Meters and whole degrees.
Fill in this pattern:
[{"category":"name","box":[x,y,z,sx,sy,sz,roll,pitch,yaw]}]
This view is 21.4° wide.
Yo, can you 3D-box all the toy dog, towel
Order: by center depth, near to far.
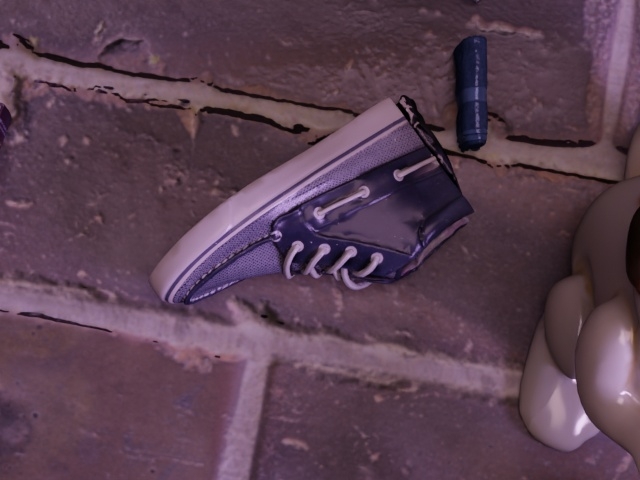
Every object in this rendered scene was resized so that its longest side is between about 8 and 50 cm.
[{"category":"toy dog","box":[0.388,0.050,1.635,0.284,0.408,0.395,11,83,-3]},{"category":"towel","box":[0.161,-0.157,1.816,0.029,0.067,0.119,1,83,-6]}]

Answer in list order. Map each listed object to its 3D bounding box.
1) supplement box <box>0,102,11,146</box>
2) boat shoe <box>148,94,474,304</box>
[{"category":"supplement box","box":[-0.404,-0.067,1.758,0.104,0.081,0.188,20,82,-1]},{"category":"boat shoe","box":[0.000,0.000,1.753,0.340,0.127,0.158,-35,79,-8]}]
